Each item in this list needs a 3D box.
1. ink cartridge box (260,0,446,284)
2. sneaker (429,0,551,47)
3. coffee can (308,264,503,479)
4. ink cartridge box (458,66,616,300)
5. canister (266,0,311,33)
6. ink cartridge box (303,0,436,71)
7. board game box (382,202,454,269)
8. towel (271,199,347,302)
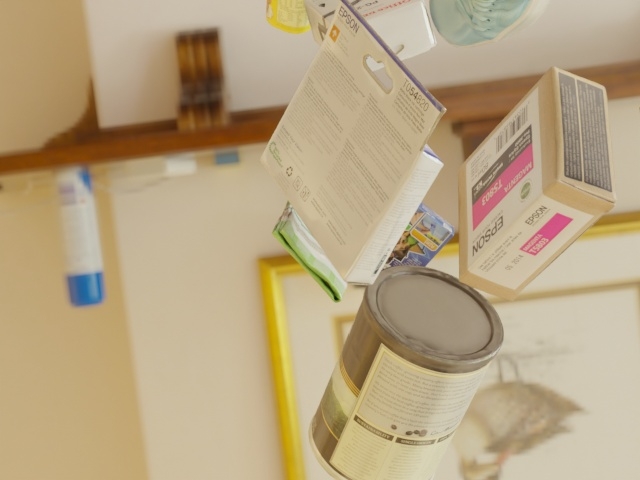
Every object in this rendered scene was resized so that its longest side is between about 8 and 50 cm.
[{"bbox_3d":[0.040,-0.107,1.384,0.045,0.224,0.223,4,-143,-37],"label":"ink cartridge box"},{"bbox_3d":[0.160,-0.280,1.248,0.150,0.135,0.366,-25,169,-24],"label":"sneaker"},{"bbox_3d":[0.117,0.203,1.859,0.201,0.275,0.201,14,-145,-10],"label":"coffee can"},{"bbox_3d":[0.264,-0.069,1.640,0.088,0.193,0.235,20,139,-18],"label":"ink cartridge box"},{"bbox_3d":[-0.016,-0.358,1.634,0.073,0.170,0.126,26,-130,19],"label":"canister"},{"bbox_3d":[0.057,-0.260,1.559,0.109,0.063,0.150,-22,-151,-8],"label":"ink cartridge box"},{"bbox_3d":[0.087,-0.026,2.023,0.136,0.201,0.035,-49,-171,22],"label":"board game box"},{"bbox_3d":[0.000,0.000,1.494,0.023,0.113,0.152,-40,-169,20],"label":"towel"}]
